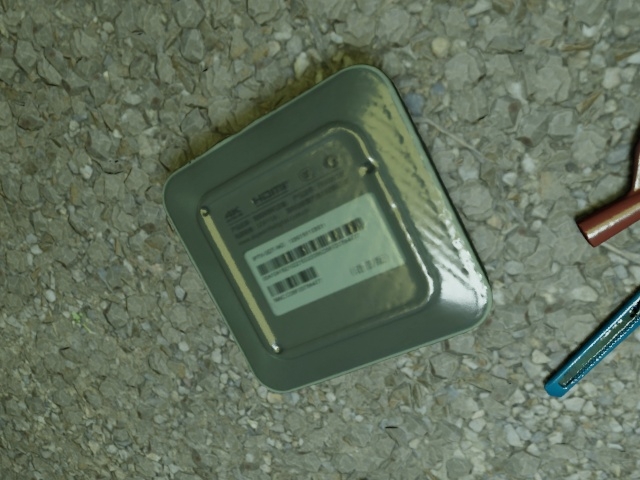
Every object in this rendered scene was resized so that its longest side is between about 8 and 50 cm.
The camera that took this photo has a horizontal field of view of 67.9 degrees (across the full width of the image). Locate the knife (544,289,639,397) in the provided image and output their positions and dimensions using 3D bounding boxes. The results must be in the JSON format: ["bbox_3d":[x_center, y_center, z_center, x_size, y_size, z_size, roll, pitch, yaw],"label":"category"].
[{"bbox_3d":[0.426,0.121,0.667,0.044,0.026,0.296,31,111,-7],"label":"knife"}]

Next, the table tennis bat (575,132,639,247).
[{"bbox_3d":[0.472,-0.092,0.588,0.310,0.038,0.200,-36,93,21],"label":"table tennis bat"}]

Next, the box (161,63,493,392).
[{"bbox_3d":[-0.001,0.001,0.707,0.396,0.111,0.396,-26,95,21],"label":"box"}]
